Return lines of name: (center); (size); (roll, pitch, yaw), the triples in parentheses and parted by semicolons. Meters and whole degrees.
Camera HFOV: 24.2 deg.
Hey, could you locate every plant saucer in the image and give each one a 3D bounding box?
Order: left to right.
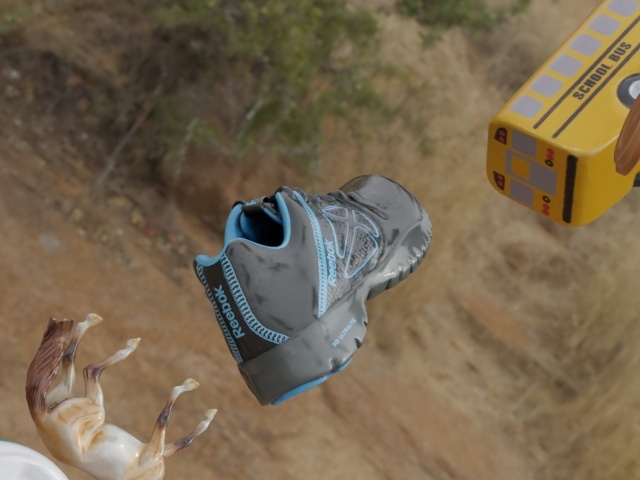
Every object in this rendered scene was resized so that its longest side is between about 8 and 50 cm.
plant saucer: (0.241, -0.089, 1.125); (0.013, 0.083, 0.083); (23, 20, 1)

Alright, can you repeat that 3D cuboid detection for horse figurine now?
horse figurine: (-0.209, 0.188, 1.508); (0.263, 0.174, 0.066); (43, -27, -26)

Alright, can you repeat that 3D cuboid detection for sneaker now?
sneaker: (0.000, 0.000, 1.280); (0.140, 0.125, 0.341); (57, 25, -12)

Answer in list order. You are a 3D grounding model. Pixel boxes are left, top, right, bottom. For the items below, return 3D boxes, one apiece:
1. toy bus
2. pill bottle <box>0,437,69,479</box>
toy bus: (0.304, -0.158, 1.432); (0.130, 0.333, 0.108); (28, -32, 26)
pill bottle: (-0.392, 0.259, 1.389); (0.204, 0.204, 0.361); (24, -12, -39)
